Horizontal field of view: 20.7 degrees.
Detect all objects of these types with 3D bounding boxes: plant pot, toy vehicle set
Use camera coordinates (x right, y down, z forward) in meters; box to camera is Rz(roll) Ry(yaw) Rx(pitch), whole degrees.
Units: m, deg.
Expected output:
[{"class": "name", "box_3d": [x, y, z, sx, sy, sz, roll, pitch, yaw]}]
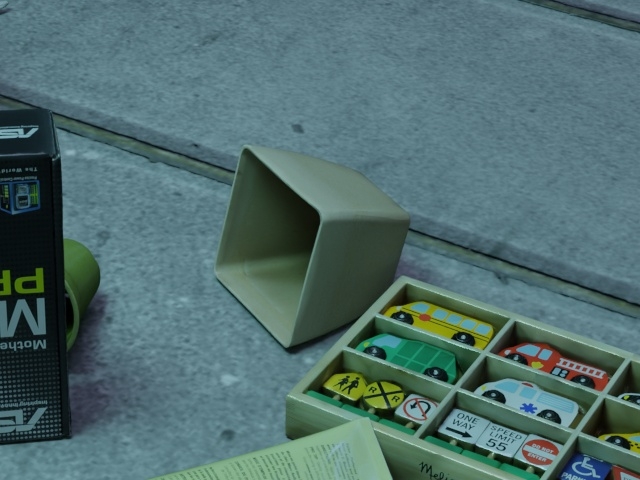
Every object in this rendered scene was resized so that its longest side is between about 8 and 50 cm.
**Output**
[{"class": "plant pot", "box_3d": [-0.190, 0.035, 1.213, 0.083, 0.083, 0.079, 13, 22, 13]}, {"class": "toy vehicle set", "box_3d": [0.132, 0.116, 1.148, 0.267, 0.035, 0.166, 19, 37, 22]}, {"class": "plant pot", "box_3d": [0.000, 0.000, 1.257, 0.096, 0.109, 0.109, -5, 32, -34]}]

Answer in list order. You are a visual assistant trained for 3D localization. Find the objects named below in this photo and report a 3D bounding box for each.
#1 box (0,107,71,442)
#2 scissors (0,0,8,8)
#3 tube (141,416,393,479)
[{"class": "box", "box_3d": [-0.291, 0.032, 1.073, 0.270, 0.216, 0.060, -3, 33, -11]}, {"class": "scissors", "box_3d": [-0.433, -0.194, 1.575, 0.297, 0.021, 0.109, -25, 41, -34]}, {"class": "tube", "box_3d": [-0.063, 0.167, 1.037, 0.240, 0.070, 0.062, -10, 10, -22]}]
